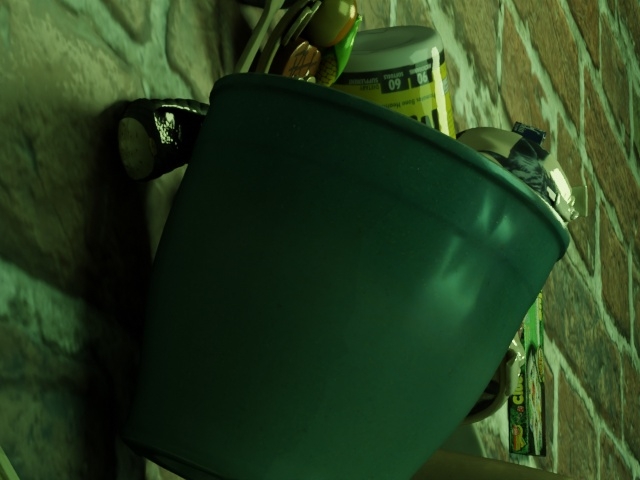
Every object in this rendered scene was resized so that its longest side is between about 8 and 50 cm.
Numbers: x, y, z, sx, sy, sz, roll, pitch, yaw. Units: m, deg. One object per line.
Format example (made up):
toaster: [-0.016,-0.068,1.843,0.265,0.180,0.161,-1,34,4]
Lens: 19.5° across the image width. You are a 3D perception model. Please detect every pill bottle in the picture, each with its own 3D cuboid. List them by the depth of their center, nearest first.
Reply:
pill bottle: [0.070,-0.090,1.771,0.119,0.119,0.208,-53,136,-64]

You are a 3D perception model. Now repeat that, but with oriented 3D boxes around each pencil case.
pencil case: [0.159,0.029,1.930,0.410,0.184,0.160,-63,145,-57]

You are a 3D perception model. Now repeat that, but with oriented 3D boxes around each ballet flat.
ballet flat: [-0.103,-0.078,1.333,0.173,0.049,0.057,-34,118,-70]

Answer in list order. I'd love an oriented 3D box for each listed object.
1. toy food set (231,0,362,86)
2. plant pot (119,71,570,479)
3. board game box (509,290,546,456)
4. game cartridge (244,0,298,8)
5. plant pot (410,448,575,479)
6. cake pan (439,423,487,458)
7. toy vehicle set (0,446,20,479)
toy food set: [-0.012,-0.155,1.570,0.132,0.038,0.192,-64,164,8]
plant pot: [-0.003,0.061,1.274,0.255,0.272,0.271,-66,155,-13]
board game box: [0.282,0.164,2.550,0.136,0.030,0.259,24,64,-68]
game cartridge: [-0.020,-0.306,1.640,0.297,0.062,0.198,-43,123,-68]
plant pot: [0.120,0.288,1.682,0.263,0.229,0.263,-4,90,-71]
cake pan: [0.140,0.299,1.961,0.293,0.054,0.293,-13,90,-76]
toy vehicle set: [-0.198,0.201,1.005,0.166,0.035,0.267,-76,155,-44]
